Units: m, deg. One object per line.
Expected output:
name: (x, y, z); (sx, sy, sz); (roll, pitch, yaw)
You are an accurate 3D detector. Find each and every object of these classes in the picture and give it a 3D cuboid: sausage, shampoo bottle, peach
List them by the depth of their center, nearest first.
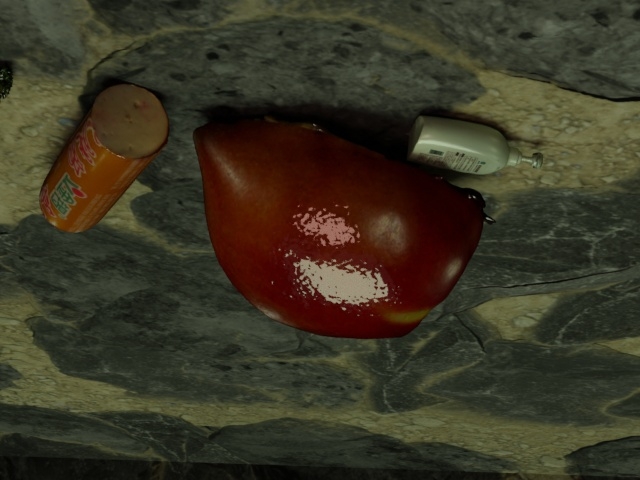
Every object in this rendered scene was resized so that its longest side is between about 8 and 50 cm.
shampoo bottle: (0.176, -0.102, 1.497); (0.152, 0.045, 0.077); (11, 158, -5)
peach: (0.000, 0.000, 1.544); (0.362, 0.201, 0.258); (22, 165, -17)
sausage: (-0.273, -0.082, 1.601); (0.093, 0.093, 0.312); (16, 155, -21)

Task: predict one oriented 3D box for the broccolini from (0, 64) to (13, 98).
broccolini: (-0.440, -0.217, 1.425); (0.254, 0.071, 0.057); (34, -174, -36)
